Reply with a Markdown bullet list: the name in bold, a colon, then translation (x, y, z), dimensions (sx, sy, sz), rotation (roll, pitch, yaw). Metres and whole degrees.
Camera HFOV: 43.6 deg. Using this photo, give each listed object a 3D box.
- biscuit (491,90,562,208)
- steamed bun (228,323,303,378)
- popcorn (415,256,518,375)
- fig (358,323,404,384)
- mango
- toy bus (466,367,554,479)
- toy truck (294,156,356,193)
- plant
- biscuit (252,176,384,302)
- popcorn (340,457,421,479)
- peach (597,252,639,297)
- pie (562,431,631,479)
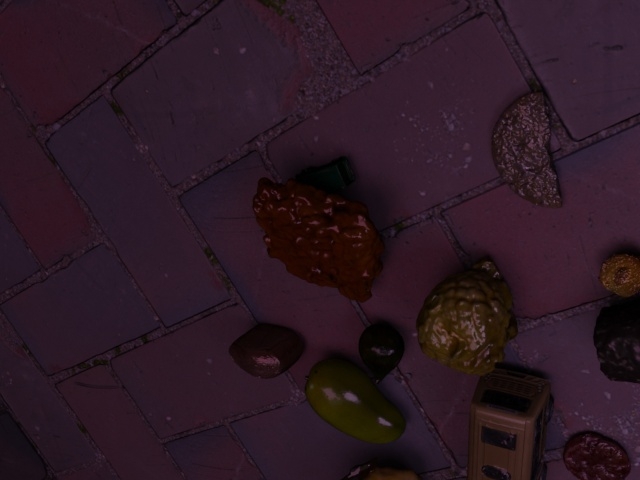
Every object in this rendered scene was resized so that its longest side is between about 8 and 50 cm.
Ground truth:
- **biscuit**: translation (0.415, -0.177, 1.635), dimensions (0.133, 0.032, 0.250), rotation (-2, 115, 32)
- **steamed bun**: translation (-0.147, 0.302, 2.146), dimensions (0.175, 0.145, 0.106), rotation (14, 123, 29)
- **popcorn**: translation (0.335, 0.166, 1.773), dimensions (0.205, 0.252, 0.237), rotation (17, 161, 48)
- **fig**: translation (0.151, 0.286, 1.997), dimensions (0.117, 0.117, 0.178), rotation (20, 140, 20)
- **mango**: translation (0.088, 0.424, 2.082), dimensions (0.293, 0.143, 0.175), rotation (37, 122, -5)
- **toy bus**: translation (0.432, 0.493, 1.874), dimensions (0.176, 0.202, 0.366), rotation (9, 119, 25)
- **toy truck**: translation (0.008, -0.144, 1.860), dimensions (0.147, 0.079, 0.065), rotation (-14, 107, 37)
- **plant**: translation (0.717, 0.198, 1.570), dimensions (0.320, 0.181, 0.194), rotation (-12, 109, 39)
- **biscuit**: translation (0.000, 0.000, 1.875), dimensions (0.312, 0.110, 0.318), rotation (21, 150, 21)
- **popcorn**: translation (0.142, 0.745, 2.103), dimensions (0.349, 0.349, 0.382), rotation (-3, 108, 31)
- **peach**: translation (0.621, 0.066, 1.627), dimensions (0.098, 0.061, 0.098), rotation (3, 95, 38)
- **pie**: translation (0.642, 0.512, 1.866), dimensions (0.154, 0.036, 0.155), rotation (13, 120, 23)
